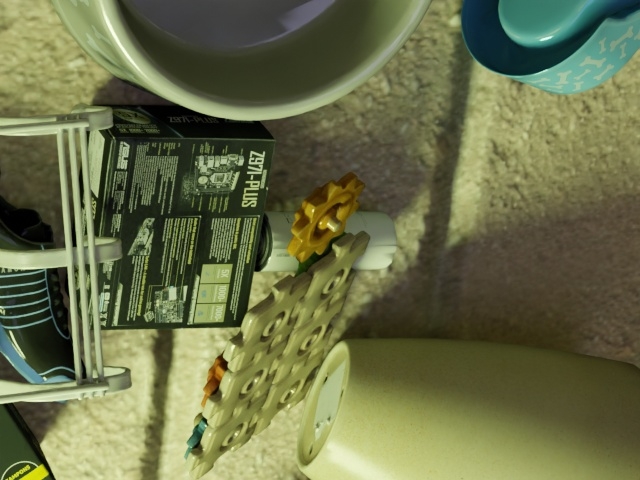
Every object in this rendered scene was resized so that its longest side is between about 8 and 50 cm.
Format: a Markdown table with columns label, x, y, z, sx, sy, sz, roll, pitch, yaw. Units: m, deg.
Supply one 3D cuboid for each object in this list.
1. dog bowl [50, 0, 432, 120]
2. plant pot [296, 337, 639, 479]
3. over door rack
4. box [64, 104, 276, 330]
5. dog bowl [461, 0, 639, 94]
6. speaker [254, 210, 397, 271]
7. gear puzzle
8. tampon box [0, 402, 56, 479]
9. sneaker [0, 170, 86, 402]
| label | x | y | z | sx | sy | sz | roll | pitch | yaw |
| --- | --- | --- | --- | --- | --- | --- | --- | --- | --- |
| dog bowl | -0.051 | -0.255 | 1.605 | 0.348 | 0.102 | 0.349 | -10 | 118 | -19 |
| plant pot | 0.127 | 0.192 | 1.838 | 0.274 | 0.256 | 0.256 | 20 | 106 | -12 |
| over door rack | -0.312 | 0.022 | 1.541 | 0.324 | 0.108 | 0.239 | -8 | 100 | -29 |
| box | -0.130 | -0.020 | 1.700 | 0.147 | 0.077 | 0.180 | -1 | 115 | -23 |
| dog bowl | 0.251 | -0.252 | 1.704 | 0.074 | 0.166 | 0.297 | 31 | 100 | -43 |
| speaker | 0.000 | 0.000 | 1.766 | 0.136 | 0.055 | 0.055 | -1 | 115 | -34 |
| gear puzzle | -0.040 | 0.064 | 1.706 | 0.175 | 0.044 | 0.339 | -35 | 157 | -39 |
| tampon box | -0.315 | 0.176 | 1.703 | 0.120 | 0.101 | 0.161 | -32 | 122 | -7 |
| sneaker | -0.249 | 0.037 | 1.675 | 0.090 | 0.081 | 0.232 | -32 | 122 | 3 |
